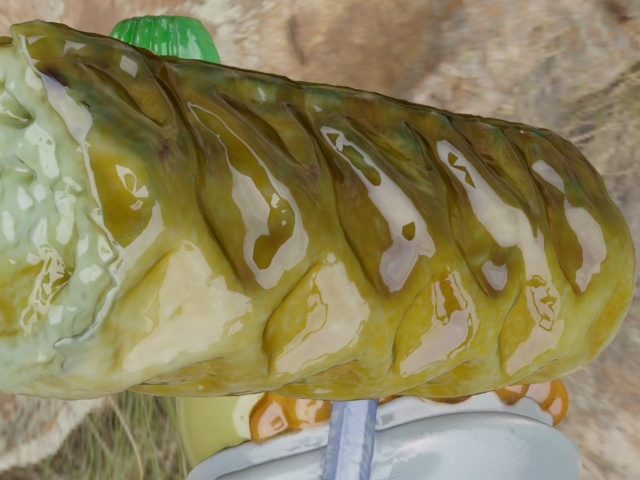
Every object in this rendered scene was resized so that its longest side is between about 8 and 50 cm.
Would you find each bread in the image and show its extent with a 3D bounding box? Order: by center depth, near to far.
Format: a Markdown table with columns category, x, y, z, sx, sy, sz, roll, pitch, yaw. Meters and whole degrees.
| category | x | y | z | sx | sy | sz | roll | pitch | yaw |
| --- | --- | --- | --- | --- | --- | --- | --- | --- | --- |
| bread | -0.001 | 0.000 | 0.468 | 0.269 | 0.098 | 0.087 | 4 | 89 | -51 |

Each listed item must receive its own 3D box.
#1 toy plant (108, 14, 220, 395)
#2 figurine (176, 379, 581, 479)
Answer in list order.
| category | x | y | z | sx | sy | sz | roll | pitch | yaw |
| --- | --- | --- | --- | --- | --- | --- | --- | --- | --- |
| toy plant | -0.099 | -0.033 | 1.112 | 0.155 | 0.088 | 0.240 | -27 | 74 | 23 |
| figurine | -0.036 | 0.058 | 0.929 | 0.224 | 0.382 | 0.205 | 11 | 117 | -50 |
